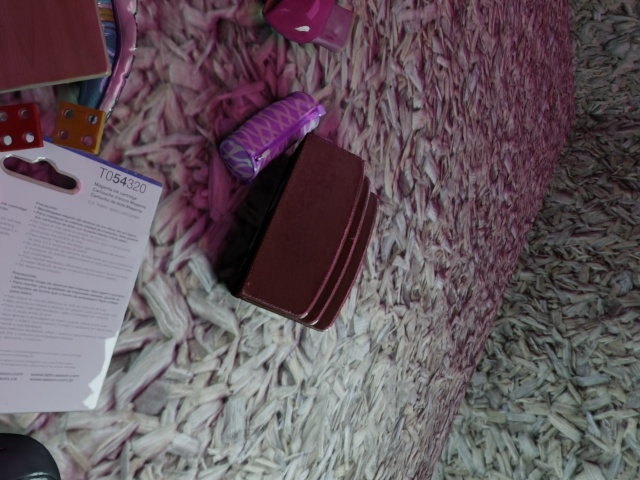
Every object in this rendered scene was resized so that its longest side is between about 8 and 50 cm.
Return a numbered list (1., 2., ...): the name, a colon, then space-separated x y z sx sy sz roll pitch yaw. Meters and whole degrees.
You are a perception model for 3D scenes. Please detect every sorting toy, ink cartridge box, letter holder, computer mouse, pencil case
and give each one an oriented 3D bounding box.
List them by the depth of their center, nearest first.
1. sorting toy: -0.297 -0.221 0.536 0.046 0.133 0.274 -143 -138 -86
2. computer mouse: -0.383 0.278 0.541 0.060 0.184 0.262 -55 142 3
3. ink cartridge box: -0.376 0.035 0.584 0.324 0.072 0.329 24 78 -52
4. pencil case: -0.085 -0.188 0.878 0.206 0.088 0.086 -49 123 -34
5. letter holder: 0.000 0.000 0.906 0.215 0.152 0.301 24 77 -10

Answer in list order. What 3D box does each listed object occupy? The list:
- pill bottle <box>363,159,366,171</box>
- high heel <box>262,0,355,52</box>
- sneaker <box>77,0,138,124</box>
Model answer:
1. pill bottle: 0.053 -0.082 1.071 0.108 0.108 0.179 -15 111 -50
2. high heel: 0.001 -0.536 0.869 0.182 0.127 0.376 2 94 -46
3. sneaker: -0.287 -0.275 0.609 0.110 0.107 0.274 0 95 -33
